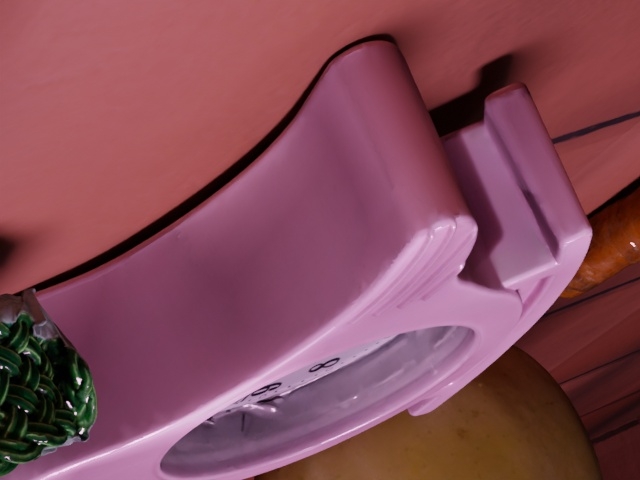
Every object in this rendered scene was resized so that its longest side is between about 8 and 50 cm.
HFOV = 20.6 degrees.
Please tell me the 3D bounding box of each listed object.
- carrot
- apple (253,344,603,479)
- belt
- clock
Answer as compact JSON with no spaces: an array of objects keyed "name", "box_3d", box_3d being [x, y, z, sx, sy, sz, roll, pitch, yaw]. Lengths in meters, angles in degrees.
[{"name":"carrot","box_3d":[0.223,-0.022,1.115,0.059,0.059,0.248,-15,166,-41]},{"name":"apple","box_3d":[0.085,0.197,1.312,0.262,0.262,0.262,-25,167,-6]},{"name":"belt","box_3d":[-0.161,0.060,0.648,0.151,0.079,0.121,-19,180,20]},{"name":"clock","box_3d":[-0.022,0.027,0.736,0.275,0.080,0.290,-16,160,-25]}]
